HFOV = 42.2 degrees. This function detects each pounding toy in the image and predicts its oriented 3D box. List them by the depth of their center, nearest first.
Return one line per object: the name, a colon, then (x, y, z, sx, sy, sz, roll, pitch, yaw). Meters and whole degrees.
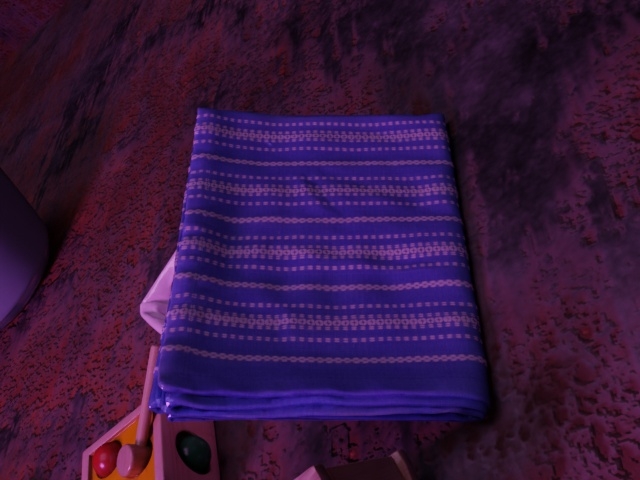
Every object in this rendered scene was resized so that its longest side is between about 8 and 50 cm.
pounding toy: (-0.156, 0.198, 0.751, 0.141, 0.100, 0.130, -40, 36, 17)

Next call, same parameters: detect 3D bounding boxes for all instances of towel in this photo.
towel: (0.000, 0.000, 0.678, 0.243, 0.040, 0.336, 0, 47, -1)

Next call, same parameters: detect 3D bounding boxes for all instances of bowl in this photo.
bowl: (-0.553, 0.035, 1.321, 0.311, 0.163, 0.311, -30, 40, 29)

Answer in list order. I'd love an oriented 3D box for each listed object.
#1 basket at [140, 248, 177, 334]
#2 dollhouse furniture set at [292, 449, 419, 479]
basket: (-0.076, 0.066, 0.777, 0.167, 0.103, 0.113, 21, 76, 55)
dollhouse furniture set: (0.024, 0.246, 0.506, 0.129, 0.129, 0.183, -40, 65, 18)
